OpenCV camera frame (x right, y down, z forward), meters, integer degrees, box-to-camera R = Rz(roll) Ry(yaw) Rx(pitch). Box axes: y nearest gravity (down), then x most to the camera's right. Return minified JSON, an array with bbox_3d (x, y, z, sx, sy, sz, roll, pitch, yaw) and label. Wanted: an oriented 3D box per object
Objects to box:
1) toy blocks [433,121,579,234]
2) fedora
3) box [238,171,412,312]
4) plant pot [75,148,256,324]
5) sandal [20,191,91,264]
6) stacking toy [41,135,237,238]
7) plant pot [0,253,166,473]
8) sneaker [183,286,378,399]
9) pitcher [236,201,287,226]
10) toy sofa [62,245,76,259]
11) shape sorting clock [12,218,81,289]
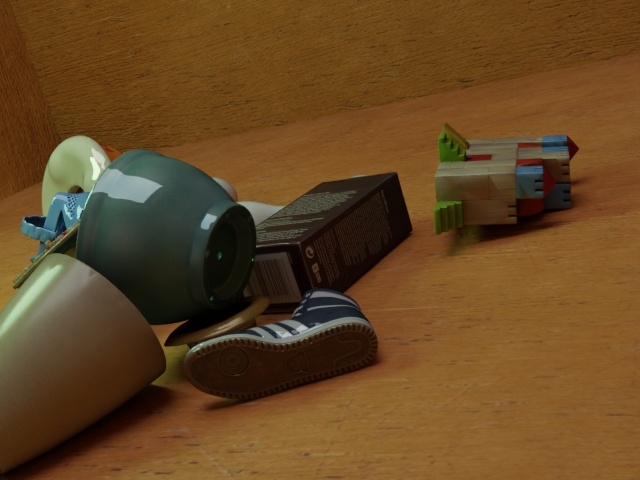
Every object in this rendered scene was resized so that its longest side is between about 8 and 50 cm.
[{"bbox_3d":[0.365,-0.120,1.887,0.261,0.190,0.381,-1,18,13],"label":"toy blocks"},{"bbox_3d":[-0.157,0.156,1.594,0.194,0.079,0.194,-23,9,4],"label":"fedora"},{"bbox_3d":[0.000,0.000,1.870,0.191,0.143,0.381,-6,20,35],"label":"box"},{"bbox_3d":[-0.227,0.009,1.600,0.196,0.293,0.293,11,26,22],"label":"plant pot"},{"bbox_3d":[-0.531,-0.051,2.131,0.317,0.138,0.126,-37,3,10],"label":"sandal"},{"bbox_3d":[-0.416,-0.094,2.450,0.480,0.350,0.351,-9,6,-42],"label":"stacking toy"},{"bbox_3d":[-0.415,0.204,1.466,0.257,0.256,0.274,1,40,48],"label":"plant pot"},{"bbox_3d":[-0.061,0.150,1.474,0.282,0.099,0.153,-10,20,-1],"label":"sneaker"},{"bbox_3d":[-0.142,-0.023,2.164,0.207,0.125,0.178,-10,-7,-15],"label":"pitcher"},{"bbox_3d":[-0.440,0.086,2.012,0.150,0.177,0.362,-38,5,13],"label":"toy sofa"},{"bbox_3d":[-0.510,0.018,1.882,0.206,0.040,0.206,-40,4,4],"label":"shape sorting clock"}]
